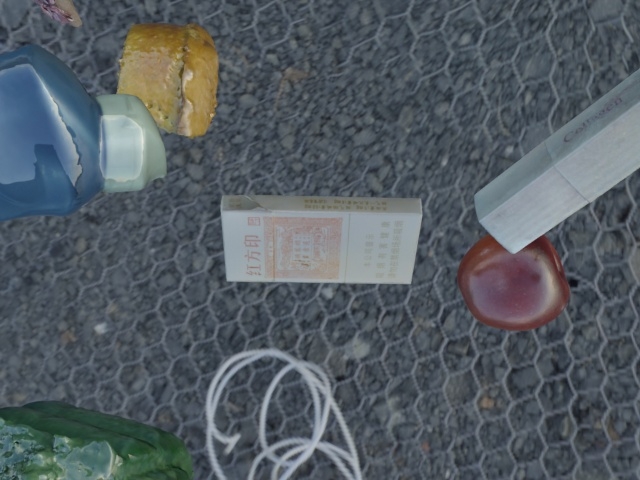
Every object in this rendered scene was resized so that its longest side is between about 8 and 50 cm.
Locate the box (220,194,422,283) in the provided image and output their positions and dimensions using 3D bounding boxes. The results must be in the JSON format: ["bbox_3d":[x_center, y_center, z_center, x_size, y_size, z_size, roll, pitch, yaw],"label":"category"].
[{"bbox_3d":[-0.001,0.000,1.769,0.365,0.051,0.204,1,139,-1],"label":"box"}]

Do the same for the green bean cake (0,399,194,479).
[{"bbox_3d":[-0.223,0.277,0.647,0.169,0.308,0.300,8,88,20],"label":"green bean cake"}]

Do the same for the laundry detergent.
[{"bbox_3d":[-0.249,-0.070,0.647,0.290,0.094,0.143,-5,131,-23],"label":"laundry detergent"}]

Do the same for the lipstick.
[{"bbox_3d":[0.361,-0.125,1.175,0.371,0.076,0.080,-38,115,25],"label":"lipstick"}]

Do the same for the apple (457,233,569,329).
[{"bbox_3d":[0.396,0.079,1.916,0.201,0.218,0.218,-29,98,24],"label":"apple"}]

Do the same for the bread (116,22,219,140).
[{"bbox_3d":[-0.211,-0.226,1.279,0.143,0.229,0.139,2,111,-7],"label":"bread"}]

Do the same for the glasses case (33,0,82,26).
[{"bbox_3d":[-0.557,-0.496,1.921,0.070,0.193,0.102,-28,72,-3],"label":"glasses case"}]
